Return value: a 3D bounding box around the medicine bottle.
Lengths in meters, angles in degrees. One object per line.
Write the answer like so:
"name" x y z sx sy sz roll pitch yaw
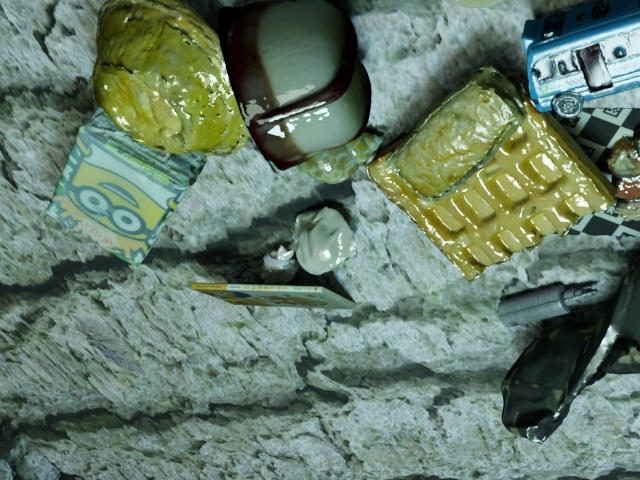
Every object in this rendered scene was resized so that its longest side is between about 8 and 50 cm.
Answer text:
"medicine bottle" 0.439 0.120 1.780 0.199 0.057 0.057 -21 124 38

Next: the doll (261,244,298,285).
"doll" -0.089 0.060 1.914 0.073 0.084 0.127 31 146 8

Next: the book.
"book" -0.096 0.116 1.949 0.295 0.020 0.208 1 167 22

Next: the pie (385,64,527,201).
"pie" 0.208 -0.156 1.465 0.128 0.068 0.282 42 141 -2

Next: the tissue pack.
"tissue pack" -0.386 -0.107 1.822 0.228 0.128 0.311 31 138 -9

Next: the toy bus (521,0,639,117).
"toy bus" 0.412 -0.276 1.319 0.246 0.113 0.134 -12 125 30

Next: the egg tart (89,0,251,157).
"egg tart" -0.265 -0.251 1.563 0.345 0.132 0.345 25 149 16

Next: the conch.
"conch" 0.004 -0.153 1.635 0.173 0.106 0.116 2 159 47

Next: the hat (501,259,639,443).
"hat" 0.493 0.181 1.733 0.257 0.366 0.382 23 119 40

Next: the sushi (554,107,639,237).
"sushi" 0.512 -0.088 1.530 0.264 0.050 0.290 4 137 19

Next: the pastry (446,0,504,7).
"pastry" 0.220 -0.401 1.284 0.166 0.088 0.166 10 140 8

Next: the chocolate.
"chocolate" -0.022 -0.257 1.441 0.186 0.283 0.283 -18 129 10

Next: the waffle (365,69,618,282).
"waffle" 0.283 -0.104 1.563 0.304 0.077 0.348 47 134 -13

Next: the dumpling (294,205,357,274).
"dumpling" 0.000 0.000 1.808 0.127 0.108 0.188 58 149 -6
